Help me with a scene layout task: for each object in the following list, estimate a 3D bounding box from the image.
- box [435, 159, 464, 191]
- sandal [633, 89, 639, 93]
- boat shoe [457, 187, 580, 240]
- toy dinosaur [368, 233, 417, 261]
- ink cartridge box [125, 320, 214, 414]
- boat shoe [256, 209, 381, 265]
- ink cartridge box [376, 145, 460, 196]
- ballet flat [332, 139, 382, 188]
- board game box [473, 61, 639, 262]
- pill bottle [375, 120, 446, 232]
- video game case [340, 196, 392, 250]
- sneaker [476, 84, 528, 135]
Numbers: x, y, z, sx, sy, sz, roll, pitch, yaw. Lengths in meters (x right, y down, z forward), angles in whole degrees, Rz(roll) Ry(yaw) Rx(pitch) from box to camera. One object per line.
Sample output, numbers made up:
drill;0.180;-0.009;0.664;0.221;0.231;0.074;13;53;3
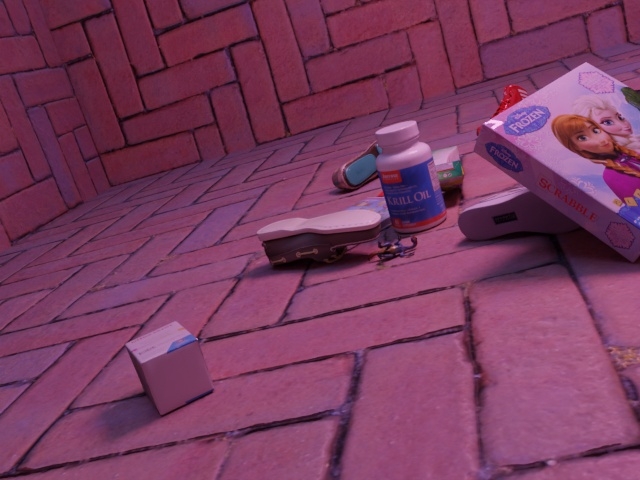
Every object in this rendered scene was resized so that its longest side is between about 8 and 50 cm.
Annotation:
box;0.282;-0.142;1.755;0.105;0.043;0.179;-13;-10;7
sandal;0.718;-0.307;1.890;0.167;0.107;0.446;-17;3;6
boat shoe;0.381;-0.063;1.376;0.258;0.095;0.084;-4;24;37
toy dinosaur;0.150;0.012;1.479;0.082;0.047;0.090;-5;-4;-33
ink cartridge box;-0.239;0.194;1.166;0.092;0.090;0.143;-23;15;-20
boat shoe;0.002;-0.002;1.585;0.304;0.091;0.109;-6;18;34
ink cartridge box;0.263;-0.189;2.030;0.180;0.056;0.224;-9;16;30
ballet flat;0.154;-0.238;2.237;0.316;0.108;0.106;-27;4;-33
board game box;0.479;-0.148;1.247;0.318;0.066;0.318;-32;59;-32
pill bottle;0.189;-0.138;1.607;0.124;0.222;0.124;-17;15;5
video game case;0.089;-0.044;1.763;0.285;0.025;0.204;-29;19;-37
sneaker;0.563;-0.410;2.323;0.221;0.128;0.087;-25;17;-27
